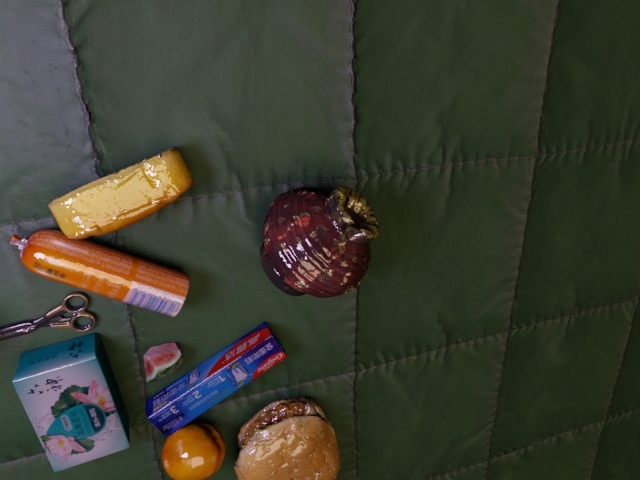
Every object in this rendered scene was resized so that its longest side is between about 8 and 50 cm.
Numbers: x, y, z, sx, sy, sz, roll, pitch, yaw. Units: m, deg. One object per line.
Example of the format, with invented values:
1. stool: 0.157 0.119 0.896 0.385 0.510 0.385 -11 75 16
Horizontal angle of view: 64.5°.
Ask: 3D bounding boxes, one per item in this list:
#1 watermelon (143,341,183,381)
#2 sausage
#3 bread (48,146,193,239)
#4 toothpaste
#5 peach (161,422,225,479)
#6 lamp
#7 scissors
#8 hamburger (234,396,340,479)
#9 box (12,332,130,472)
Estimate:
1. watermelon: -0.335 0.260 1.086 0.084 0.072 0.092 -7 154 -31
2. sausage: -0.407 0.055 0.943 0.312 0.093 0.093 23 102 -28
3. bread: -0.349 -0.081 0.903 0.245 0.102 0.094 -27 112 -10
4. toothpaste: -0.232 0.309 1.136 0.320 0.066 0.076 -33 120 -6
5. peach: -0.281 0.477 1.146 0.138 0.138 0.138 -8 115 -18
6. lamp: 0.000 0.000 0.998 0.246 0.247 0.247 -8 115 -18
7. scissors: -0.552 0.162 0.975 0.220 0.017 0.088 -15 117 -14
8. hamburger: -0.081 0.529 1.248 0.259 0.144 0.283 -26 113 -6
9. box: -0.493 0.327 1.025 0.153 0.092 0.245 -15 117 -15
